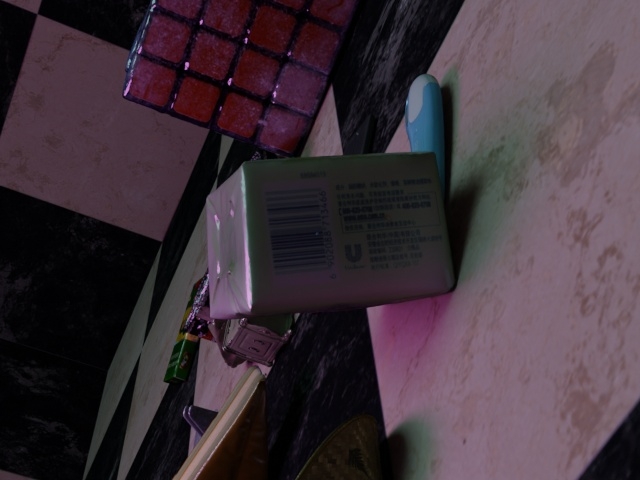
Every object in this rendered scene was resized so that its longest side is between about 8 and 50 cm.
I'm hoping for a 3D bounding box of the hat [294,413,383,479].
[{"bbox_3d":[0.030,0.229,0.811,0.146,0.067,0.146,-41,-32,-33],"label":"hat"}]

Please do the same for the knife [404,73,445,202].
[{"bbox_3d":[0.112,-0.096,0.994,0.064,0.031,0.222,-50,28,44],"label":"knife"}]

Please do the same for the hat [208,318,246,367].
[{"bbox_3d":[-0.105,0.114,1.469,0.175,0.085,0.147,-48,1,-6],"label":"hat"}]

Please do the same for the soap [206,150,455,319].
[{"bbox_3d":[0.000,0.000,0.899,0.182,0.199,0.138,153,111,-71],"label":"soap"}]

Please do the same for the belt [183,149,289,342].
[{"bbox_3d":[-0.135,0.012,1.635,0.126,0.094,0.360,-107,40,-69],"label":"belt"}]

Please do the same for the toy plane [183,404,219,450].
[{"bbox_3d":[-0.164,0.365,1.308,0.212,0.088,0.267,146,133,-69],"label":"toy plane"}]

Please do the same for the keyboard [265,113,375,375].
[{"bbox_3d":[0.014,0.009,1.222,0.103,0.041,0.381,-46,21,59],"label":"keyboard"}]

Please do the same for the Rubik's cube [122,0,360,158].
[{"bbox_3d":[-0.150,-0.395,1.738,0.337,0.343,0.344,-106,40,-67],"label":"Rubik's cube"}]

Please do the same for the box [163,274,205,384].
[{"bbox_3d":[-0.287,0.198,2.068,0.132,0.034,0.235,144,143,-67],"label":"box"}]

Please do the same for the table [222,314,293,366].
[{"bbox_3d":[-0.085,0.123,1.330,0.083,0.079,0.062,-56,19,39],"label":"table"}]

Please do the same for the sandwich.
[{"bbox_3d":[-0.125,0.240,1.153,0.079,0.113,0.163,-152,62,-74],"label":"sandwich"}]
